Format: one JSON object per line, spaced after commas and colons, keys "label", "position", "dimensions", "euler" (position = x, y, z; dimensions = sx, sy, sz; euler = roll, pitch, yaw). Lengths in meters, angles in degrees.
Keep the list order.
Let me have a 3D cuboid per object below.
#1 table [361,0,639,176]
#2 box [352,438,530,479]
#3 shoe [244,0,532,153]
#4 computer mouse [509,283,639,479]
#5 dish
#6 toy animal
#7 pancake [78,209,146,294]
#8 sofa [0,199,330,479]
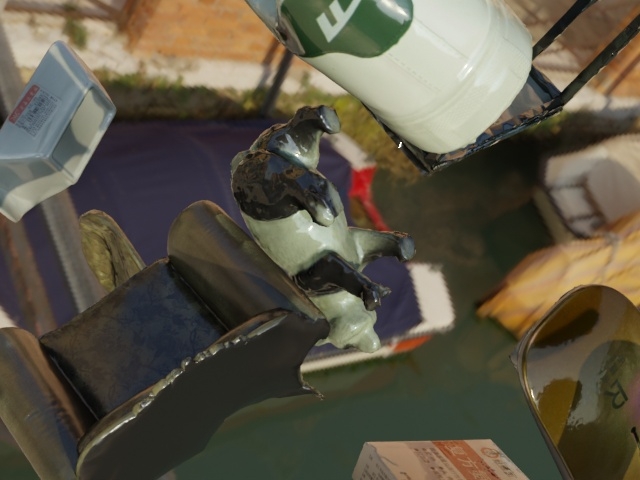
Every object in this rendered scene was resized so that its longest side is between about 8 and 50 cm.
{"label": "table", "position": [0.200, -0.267, 1.187], "dimensions": [0.222, 0.272, 0.335], "euler": [50, 38, 9]}
{"label": "box", "position": [0.214, 0.369, 1.422], "dimensions": [0.214, 0.069, 0.353], "euler": [5, 25, -31]}
{"label": "shoe", "position": [-0.012, -0.199, 0.707], "dimensions": [0.160, 0.132, 0.363], "euler": [32, 20, -38]}
{"label": "computer mouse", "position": [0.294, 0.183, 1.180], "dimensions": [0.158, 0.310, 0.072], "euler": [-41, 35, -18]}
{"label": "dish", "position": [-0.349, -0.130, 1.520], "dimensions": [0.064, 0.154, 0.234], "euler": [24, 78, 20]}
{"label": "toy animal", "position": [0.000, 0.000, 1.027], "dimensions": [0.225, 0.121, 0.094], "euler": [58, 40, -17]}
{"label": "pancake", "position": [-0.333, 0.052, 1.965], "dimensions": [0.050, 0.242, 0.242], "euler": [-34, 75, -24]}
{"label": "sofa", "position": [-0.145, 0.090, 0.968], "dimensions": [0.258, 0.182, 0.200], "euler": [-33, 53, -17]}
